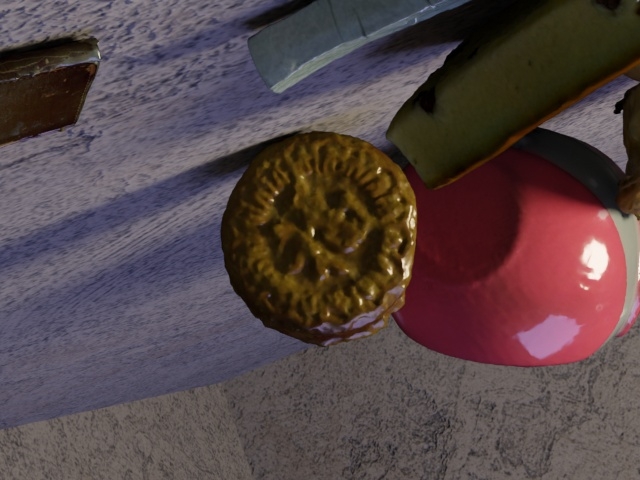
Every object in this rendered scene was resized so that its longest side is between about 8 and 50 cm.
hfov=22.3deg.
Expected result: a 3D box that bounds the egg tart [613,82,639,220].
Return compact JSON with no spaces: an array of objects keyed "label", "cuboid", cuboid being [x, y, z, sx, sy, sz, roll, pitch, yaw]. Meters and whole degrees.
[{"label":"egg tart","cuboid":[0.394,-0.140,1.564,0.315,0.120,0.315,-31,167,-8]}]

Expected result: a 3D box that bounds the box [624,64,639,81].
[{"label":"box","cuboid":[0.290,-0.175,1.259,0.177,0.111,0.111,-19,172,-3]}]

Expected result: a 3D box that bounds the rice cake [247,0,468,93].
[{"label":"rice cake","cuboid":[0.066,-0.161,1.030,0.245,0.045,0.042,-22,173,19]}]

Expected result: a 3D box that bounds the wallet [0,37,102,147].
[{"label":"wallet","cuboid":[-0.248,-0.069,0.970,0.232,0.031,0.122,-18,168,-22]}]

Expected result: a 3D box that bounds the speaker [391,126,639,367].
[{"label":"speaker","cuboid":[0.206,0.009,1.716,0.294,0.294,0.294,-19,172,-3]}]

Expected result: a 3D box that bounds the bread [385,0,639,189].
[{"label":"bread","cuboid":[0.175,-0.147,1.132,0.138,0.077,0.361,-47,-174,-28]}]

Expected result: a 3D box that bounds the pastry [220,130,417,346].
[{"label":"pastry","cuboid":[0.000,0.000,1.452,0.188,0.189,0.103,-19,174,2]}]
